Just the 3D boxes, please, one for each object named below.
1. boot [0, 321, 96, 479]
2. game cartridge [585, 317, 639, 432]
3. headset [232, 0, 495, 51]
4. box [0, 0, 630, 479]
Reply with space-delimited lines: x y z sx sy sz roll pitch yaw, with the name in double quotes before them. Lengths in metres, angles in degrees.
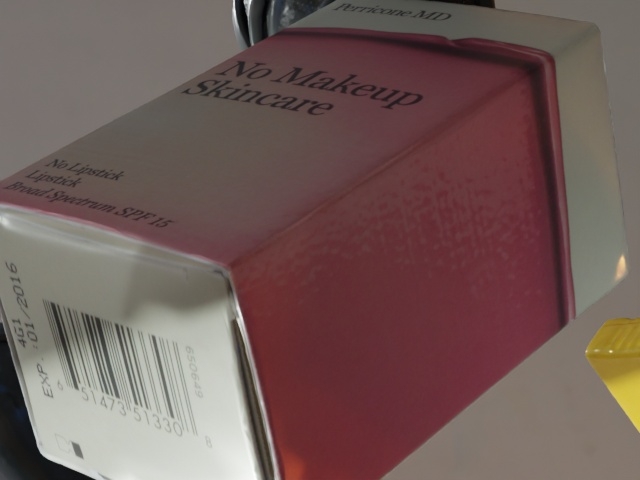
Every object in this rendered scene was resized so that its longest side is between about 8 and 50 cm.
"boot" -0.193 0.275 1.409 0.367 0.146 0.445 39 -161 -11
"game cartridge" 0.370 0.153 1.185 0.052 0.324 0.285 -48 -69 -29
"headset" 0.046 -0.128 1.011 0.185 0.394 0.243 10 -173 -7
"box" 0.000 0.000 0.731 0.149 0.127 0.232 13 -145 40
